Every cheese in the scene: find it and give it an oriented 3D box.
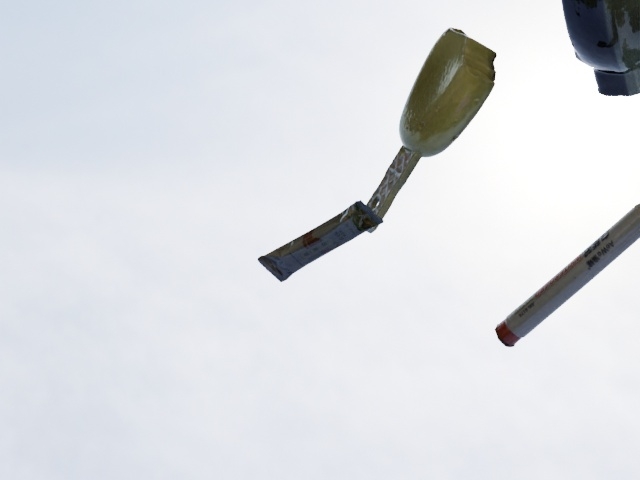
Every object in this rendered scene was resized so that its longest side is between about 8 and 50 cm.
[{"bbox_3d":[0.117,-0.120,2.074,0.050,0.255,0.127,28,-176,-27],"label":"cheese"}]

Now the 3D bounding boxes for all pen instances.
[{"bbox_3d":[0.226,0.022,1.547,0.026,0.218,0.026,28,-143,-24],"label":"pen"}]

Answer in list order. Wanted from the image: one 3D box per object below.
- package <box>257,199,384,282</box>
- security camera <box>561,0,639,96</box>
[{"bbox_3d":[0.000,0.000,1.548,0.110,0.037,0.015,-31,-138,18],"label":"package"},{"bbox_3d":[0.350,-0.247,1.541,0.277,0.191,0.197,-2,-126,17],"label":"security camera"}]
